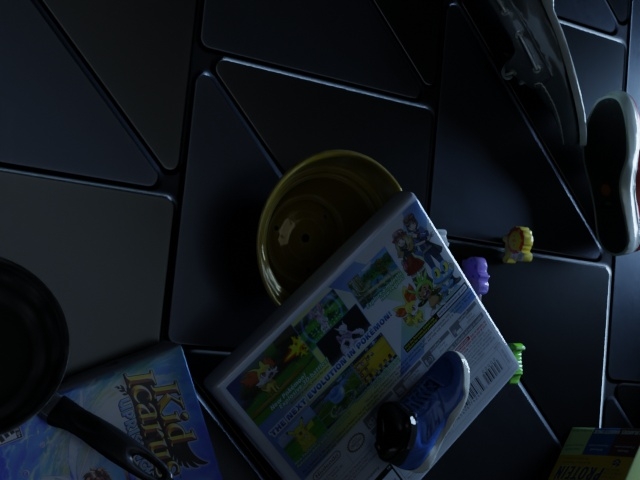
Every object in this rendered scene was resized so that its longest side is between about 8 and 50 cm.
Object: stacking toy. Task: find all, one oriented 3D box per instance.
[{"bbox_3d":[0.212,0.089,1.274,0.167,0.052,0.221,2,88,-29],"label":"stacking toy"}]

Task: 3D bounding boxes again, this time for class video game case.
[{"bbox_3d":[0.065,0.158,1.115,0.329,0.036,0.300,-43,117,-18],"label":"video game case"},{"bbox_3d":[-0.229,0.277,1.015,0.244,0.061,0.270,-20,98,-29],"label":"video game case"}]

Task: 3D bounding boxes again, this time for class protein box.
[{"bbox_3d":[0.420,0.403,1.312,0.200,0.136,0.201,47,59,-18],"label":"protein box"}]

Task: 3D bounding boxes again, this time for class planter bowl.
[{"bbox_3d":[0.000,0.000,1.133,0.217,0.090,0.217,-2,95,-31],"label":"planter bowl"}]

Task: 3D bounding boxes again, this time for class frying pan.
[{"bbox_3d":[-0.292,0.124,0.949,0.326,0.053,0.197,17,60,-16],"label":"frying pan"}]

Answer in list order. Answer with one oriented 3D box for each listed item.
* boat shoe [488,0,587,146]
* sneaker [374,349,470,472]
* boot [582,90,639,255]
[{"bbox_3d":[0.298,-0.273,1.330,0.099,0.116,0.319,-18,109,15],"label":"boat shoe"},{"bbox_3d":[0.115,0.193,1.093,0.084,0.058,0.152,25,91,-40],"label":"sneaker"},{"bbox_3d":[0.493,-0.113,1.422,0.176,0.088,0.244,-15,103,-29],"label":"boot"}]
